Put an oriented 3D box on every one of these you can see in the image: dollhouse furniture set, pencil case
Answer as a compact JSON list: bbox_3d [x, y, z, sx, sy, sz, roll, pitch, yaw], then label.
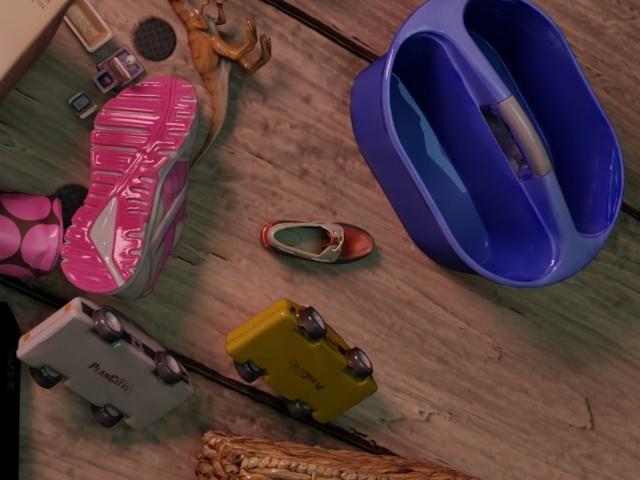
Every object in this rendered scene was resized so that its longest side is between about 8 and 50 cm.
[{"bbox_3d":[-0.239,-0.197,1.246,0.091,0.081,0.114,-40,103,-16],"label":"dollhouse furniture set"},{"bbox_3d":[-0.359,-0.025,1.203,0.209,0.098,0.095,15,125,-21],"label":"pencil case"}]

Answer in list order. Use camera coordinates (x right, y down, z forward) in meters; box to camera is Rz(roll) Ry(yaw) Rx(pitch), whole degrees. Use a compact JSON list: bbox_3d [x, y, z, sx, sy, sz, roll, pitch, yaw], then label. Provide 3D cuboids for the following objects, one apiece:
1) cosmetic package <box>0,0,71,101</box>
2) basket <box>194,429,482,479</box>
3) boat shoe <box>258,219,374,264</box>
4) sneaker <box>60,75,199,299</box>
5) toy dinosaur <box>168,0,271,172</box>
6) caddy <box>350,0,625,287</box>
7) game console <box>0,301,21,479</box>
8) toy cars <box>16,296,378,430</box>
[{"bbox_3d":[-0.385,-0.150,1.122,0.160,0.113,0.309,36,58,-10],"label":"cosmetic package"},{"bbox_3d":[0.015,0.335,1.271,0.299,0.213,0.223,12,85,-19],"label":"basket"},{"bbox_3d":[0.000,0.000,1.355,0.137,0.043,0.049,7,86,-21],"label":"boat shoe"},{"bbox_3d":[-0.187,-0.050,1.261,0.103,0.111,0.252,14,71,14],"label":"sneaker"},{"bbox_3d":[-0.111,-0.190,1.315,0.112,0.064,0.211,-13,97,17],"label":"toy dinosaur"},{"bbox_3d":[0.190,-0.111,1.353,0.241,0.179,0.341,-35,102,-16],"label":"caddy"},{"bbox_3d":[-0.448,0.154,1.127,0.361,0.044,0.213,6,77,-38],"label":"game console"},{"bbox_3d":[-0.122,0.114,1.280,0.393,0.087,0.176,1,131,-20],"label":"toy cars"}]
